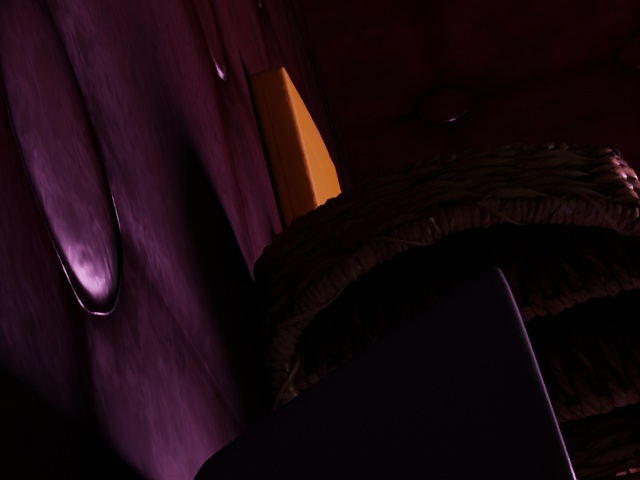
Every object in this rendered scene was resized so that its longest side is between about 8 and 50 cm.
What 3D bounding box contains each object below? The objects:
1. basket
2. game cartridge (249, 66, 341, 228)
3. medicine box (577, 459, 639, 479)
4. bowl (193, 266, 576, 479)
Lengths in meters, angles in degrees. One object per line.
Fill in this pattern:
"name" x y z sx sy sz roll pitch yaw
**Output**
"basket" 0.113 0.076 1.058 0.223 0.299 0.214 -100 173 -55
"game cartridge" 0.000 0.000 1.630 0.324 0.052 0.285 55 20 -71
"medicine box" 0.172 0.270 1.208 0.263 0.289 0.149 -95 171 -69
"bowl" 0.036 0.179 0.598 0.311 0.163 0.312 -15 90 -86
